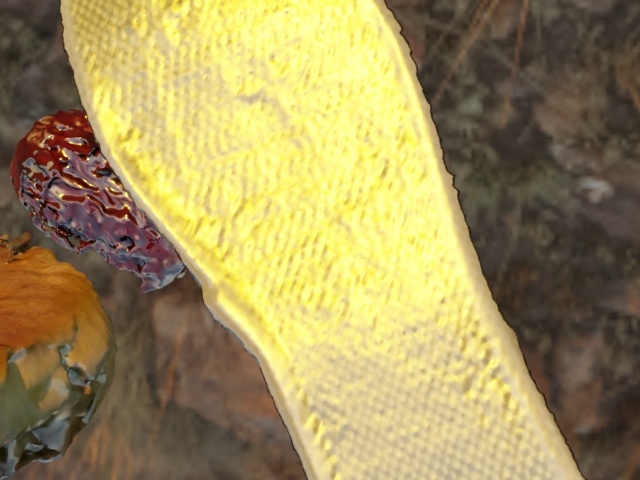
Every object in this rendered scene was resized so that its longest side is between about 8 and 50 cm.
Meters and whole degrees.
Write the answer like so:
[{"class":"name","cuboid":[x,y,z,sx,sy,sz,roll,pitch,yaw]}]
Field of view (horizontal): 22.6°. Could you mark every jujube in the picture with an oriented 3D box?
[{"class":"jujube","cuboid":[-0.153,-0.037,1.190,0.166,0.104,0.104,31,147,12]}]

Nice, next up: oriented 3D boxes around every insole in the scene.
[{"class":"insole","cuboid":[0.000,0.000,0.512,0.109,0.322,0.007,-26,161,4]}]

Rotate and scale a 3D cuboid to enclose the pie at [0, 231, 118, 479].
[{"class":"pie","cuboid":[-0.146,0.034,0.424,0.195,0.195,0.046,2,110,2]}]
